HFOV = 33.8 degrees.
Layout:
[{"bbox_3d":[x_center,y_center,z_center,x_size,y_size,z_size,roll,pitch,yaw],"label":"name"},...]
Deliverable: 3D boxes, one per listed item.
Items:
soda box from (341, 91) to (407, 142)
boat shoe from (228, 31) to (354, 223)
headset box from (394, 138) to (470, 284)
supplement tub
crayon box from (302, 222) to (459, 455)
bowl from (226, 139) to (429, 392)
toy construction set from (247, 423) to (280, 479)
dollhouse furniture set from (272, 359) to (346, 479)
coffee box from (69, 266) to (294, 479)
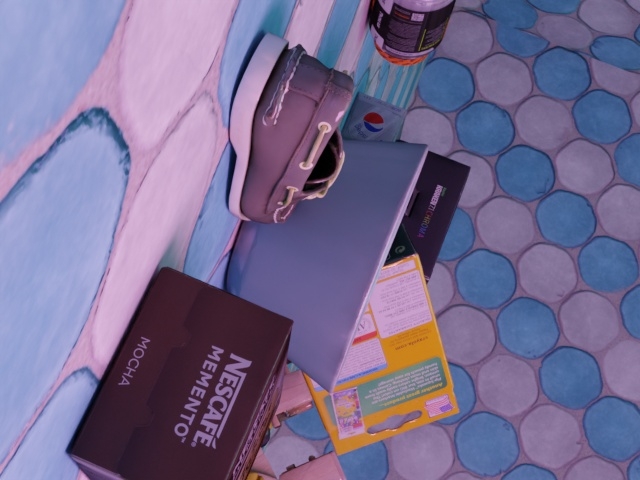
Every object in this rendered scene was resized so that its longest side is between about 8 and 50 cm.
[{"bbox_3d":[0.094,-0.178,1.984,0.286,0.098,0.091,89,23,-78],"label":"soda box"},{"bbox_3d":[-0.026,-0.080,0.981,0.305,0.091,0.109,100,13,-70],"label":"boat shoe"},{"bbox_3d":[0.120,0.017,1.679,0.283,0.131,0.246,106,7,-53],"label":"headset box"},{"bbox_3d":[0.132,-0.339,1.513,0.190,0.117,0.117,103,10,-67],"label":"supplement tub"},{"bbox_3d":[0.067,0.148,1.512,0.083,0.203,0.323,-110,-179,-53],"label":"crayon box"},{"bbox_3d":[-0.002,0.004,1.232,0.311,0.163,0.312,22,90,-86],"label":"bowl"},{"bbox_3d":[-0.116,0.300,1.236,0.237,0.257,0.309,69,-19,4],"label":"toy construction set"},{"bbox_3d":[-0.086,0.253,1.472,0.161,0.242,0.212,-23,170,-5],"label":"dollhouse furniture set"},{"bbox_3d":[-0.113,0.162,0.927,0.297,0.118,0.168,101,12,-69],"label":"coffee box"}]
